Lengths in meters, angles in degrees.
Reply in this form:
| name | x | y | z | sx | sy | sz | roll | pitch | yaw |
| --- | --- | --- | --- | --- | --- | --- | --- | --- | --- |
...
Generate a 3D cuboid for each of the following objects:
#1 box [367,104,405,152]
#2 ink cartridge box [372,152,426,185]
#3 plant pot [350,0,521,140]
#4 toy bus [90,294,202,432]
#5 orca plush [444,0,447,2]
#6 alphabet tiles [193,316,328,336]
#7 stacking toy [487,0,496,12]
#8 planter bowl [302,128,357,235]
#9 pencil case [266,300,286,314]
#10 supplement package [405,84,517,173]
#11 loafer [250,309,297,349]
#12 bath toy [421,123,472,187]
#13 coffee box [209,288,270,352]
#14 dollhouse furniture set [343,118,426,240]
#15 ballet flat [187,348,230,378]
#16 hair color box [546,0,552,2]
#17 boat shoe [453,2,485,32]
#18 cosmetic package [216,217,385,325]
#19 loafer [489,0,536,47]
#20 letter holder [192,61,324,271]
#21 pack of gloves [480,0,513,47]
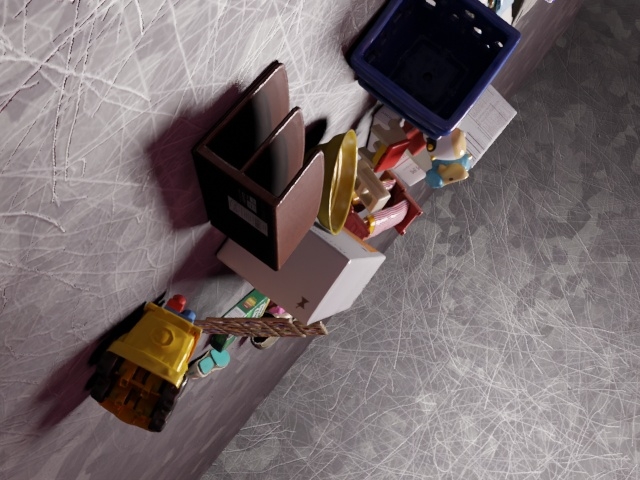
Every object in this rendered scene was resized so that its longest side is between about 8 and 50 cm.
| name | x | y | z | sx | sy | sz | roll | pitch | yaw |
| --- | --- | --- | --- | --- | --- | --- | --- | --- | --- |
| box | 0.237 | -0.349 | 2.186 | 0.322 | 0.058 | 0.232 | -48 | 168 | -18 |
| ink cartridge box | 0.304 | -0.282 | 2.403 | 0.353 | 0.119 | 0.207 | -49 | -175 | -19 |
| plant pot | 0.209 | -0.338 | 1.652 | 0.236 | 0.236 | 0.212 | -53 | 176 | -4 |
| toy bus | -0.296 | 0.208 | 1.557 | 0.211 | 0.150 | 0.220 | -65 | -178 | -41 |
| orca plush | 0.319 | -0.574 | 1.823 | 0.287 | 0.102 | 0.151 | -33 | -155 | -35 |
| alphabet tiles | -0.132 | 0.191 | 1.891 | 0.342 | 0.285 | 0.011 | 70 | 20 | -78 |
| stacking toy | 0.402 | -0.591 | 2.116 | 0.221 | 0.052 | 0.167 | -34 | 151 | -39 |
| planter bowl | 0.006 | -0.124 | 1.754 | 0.217 | 0.090 | 0.217 | 11 | 90 | -77 |
| pencil case | -0.080 | 0.101 | 2.202 | 0.095 | 0.098 | 0.209 | 5 | 132 | -25 |
| supplement package | 0.340 | -0.278 | 2.172 | 0.203 | 0.149 | 0.194 | -49 | -172 | -20 |
| loafer | -0.107 | 0.209 | 2.436 | 0.251 | 0.094 | 0.087 | -53 | 174 | 3 |
| bath toy | 0.245 | -0.291 | 1.907 | 0.129 | 0.151 | 0.348 | -27 | 123 | -12 |
| coffee box | -0.192 | 0.188 | 2.147 | 0.184 | 0.040 | 0.113 | -41 | 164 | -47 |
| dollhouse furniture set | 0.170 | -0.137 | 2.117 | 0.201 | 0.152 | 0.374 | -24 | 160 | -33 |
| ballet flat | -0.284 | 0.306 | 2.155 | 0.052 | 0.057 | 0.168 | -27 | 174 | 20 |
| hair color box | 0.533 | -0.719 | 1.893 | 0.110 | 0.185 | 0.338 | -37 | 161 | -51 |
| boat shoe | 0.278 | -0.414 | 1.982 | 0.109 | 0.091 | 0.305 | -84 | -168 | -53 |
| cosmetic package | -0.024 | 0.036 | 1.864 | 0.161 | 0.230 | 0.453 | -55 | 170 | 8 |
| loafer | 0.463 | -0.582 | 2.294 | 0.319 | 0.112 | 0.111 | -55 | 157 | -1 |
| letter holder | -0.067 | -0.115 | 1.398 | 0.214 | 0.152 | 0.302 | -51 | 170 | -17 |
| pack of gloves | 0.428 | -0.531 | 2.121 | 0.195 | 0.046 | 0.232 | -44 | 155 | -16 |
